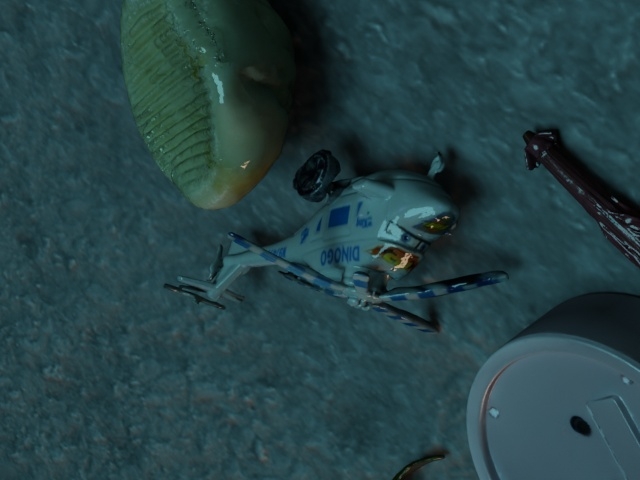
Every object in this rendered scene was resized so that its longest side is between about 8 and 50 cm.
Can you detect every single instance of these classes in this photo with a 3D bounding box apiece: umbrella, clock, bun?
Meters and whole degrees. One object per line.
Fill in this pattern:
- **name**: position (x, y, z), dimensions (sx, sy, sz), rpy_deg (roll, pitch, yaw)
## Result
- **umbrella**: position (0.183, -0.011, 0.851), dimensions (0.165, 0.025, 0.027), rpy_deg (47, 158, 19)
- **clock**: position (0.191, 0.135, 0.900), dimensions (0.197, 0.068, 0.197), rpy_deg (25, 130, 34)
- **bun**: position (-0.068, -0.114, 0.988), dimensions (0.183, 0.102, 0.183), rpy_deg (44, 144, 45)

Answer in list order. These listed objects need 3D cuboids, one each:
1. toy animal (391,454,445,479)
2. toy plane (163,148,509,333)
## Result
- **toy animal**: position (0.057, 0.278, 1.118), dimensions (0.095, 0.219, 0.155), rpy_deg (31, 173, 7)
- **toy plane**: position (0.008, 0.004, 1.015), dimensions (0.182, 0.107, 0.273), rpy_deg (18, 164, -15)
